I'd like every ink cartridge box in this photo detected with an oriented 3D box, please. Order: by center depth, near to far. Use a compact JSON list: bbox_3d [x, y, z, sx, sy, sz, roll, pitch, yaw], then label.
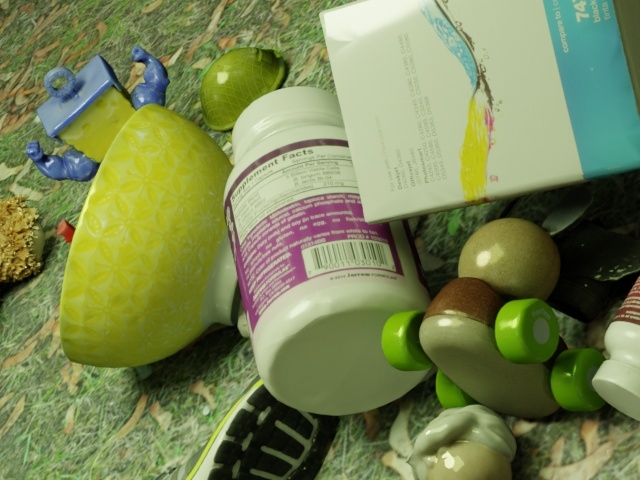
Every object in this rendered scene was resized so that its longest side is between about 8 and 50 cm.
[{"bbox_3d":[0.175,-0.141,1.432,0.270,0.197,0.198,-12,1,31],"label":"ink cartridge box"}]

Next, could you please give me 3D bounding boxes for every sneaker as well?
[{"bbox_3d":[0.223,0.017,1.441,0.089,0.051,0.170,-52,38,-7],"label":"sneaker"},{"bbox_3d":[-0.107,0.231,1.531,0.300,0.111,0.121,-51,29,-12],"label":"sneaker"}]

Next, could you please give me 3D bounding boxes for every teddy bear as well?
[{"bbox_3d":[-0.493,0.066,2.145,0.338,0.113,0.245,-39,31,11],"label":"teddy bear"}]

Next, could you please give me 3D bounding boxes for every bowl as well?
[{"bbox_3d":[-0.148,0.014,1.736,0.156,0.289,0.289,17,59,8],"label":"bowl"}]

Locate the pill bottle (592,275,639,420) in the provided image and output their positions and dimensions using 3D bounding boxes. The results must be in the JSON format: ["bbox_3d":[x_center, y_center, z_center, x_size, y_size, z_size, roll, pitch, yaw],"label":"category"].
[{"bbox_3d":[0.278,0.065,1.288,0.086,0.086,0.152,13,64,54],"label":"pill bottle"}]

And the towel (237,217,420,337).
[{"bbox_3d":[0.030,-0.024,1.706,0.187,0.049,0.282,-10,47,44],"label":"towel"}]

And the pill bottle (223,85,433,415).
[{"bbox_3d":[0.000,0.000,1.530,0.169,0.169,0.301,-33,45,20],"label":"pill bottle"}]

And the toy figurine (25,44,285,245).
[{"bbox_3d":[-0.230,-0.144,1.977,0.362,0.217,0.191,-40,33,10],"label":"toy figurine"}]

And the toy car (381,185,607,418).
[{"bbox_3d":[0.167,0.041,1.377,0.155,0.149,0.188,-8,51,46],"label":"toy car"}]

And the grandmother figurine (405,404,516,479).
[{"bbox_3d":[0.118,0.261,1.257,0.207,0.104,0.342,-7,39,7],"label":"grandmother figurine"}]
